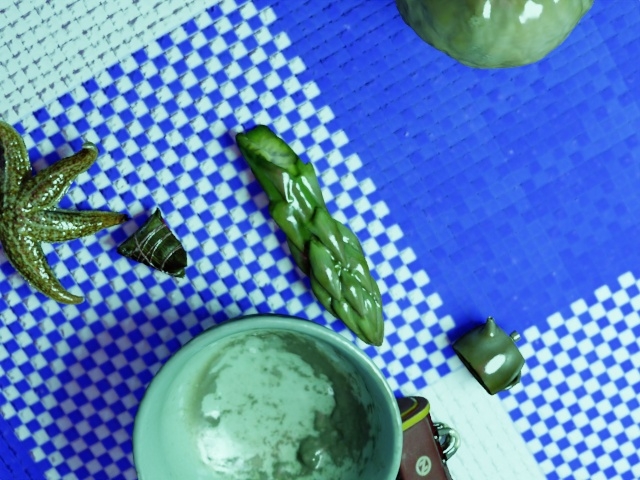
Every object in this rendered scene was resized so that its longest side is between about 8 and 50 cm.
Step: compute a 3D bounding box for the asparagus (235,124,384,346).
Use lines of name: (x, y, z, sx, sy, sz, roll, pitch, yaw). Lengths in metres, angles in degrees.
asparagus: (0.000, 0.000, 1.529, 0.080, 0.080, 0.287, -27, 105, 3)

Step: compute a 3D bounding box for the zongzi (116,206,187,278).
zongzi: (-0.170, 0.019, 1.539, 0.083, 0.073, 0.067, 38, 77, 21)

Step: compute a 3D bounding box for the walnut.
walnut: (0.171, -0.294, 1.390, 0.248, 0.248, 0.248, -1, 105, -4)

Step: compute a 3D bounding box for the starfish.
starfish: (-0.326, -0.028, 1.510, 0.237, 0.057, 0.213, -7, 98, -3)

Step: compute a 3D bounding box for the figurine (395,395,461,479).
figurine: (0.119, 0.253, 1.612, 0.098, 0.082, 0.154, -26, 106, -17)

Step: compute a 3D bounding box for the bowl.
bowl: (-0.059, 0.198, 1.541, 0.289, 0.146, 0.289, -1, 106, -3)

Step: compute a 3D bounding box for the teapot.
teapot: (0.201, 0.131, 1.583, 0.068, 0.076, 0.121, -38, 131, -3)
